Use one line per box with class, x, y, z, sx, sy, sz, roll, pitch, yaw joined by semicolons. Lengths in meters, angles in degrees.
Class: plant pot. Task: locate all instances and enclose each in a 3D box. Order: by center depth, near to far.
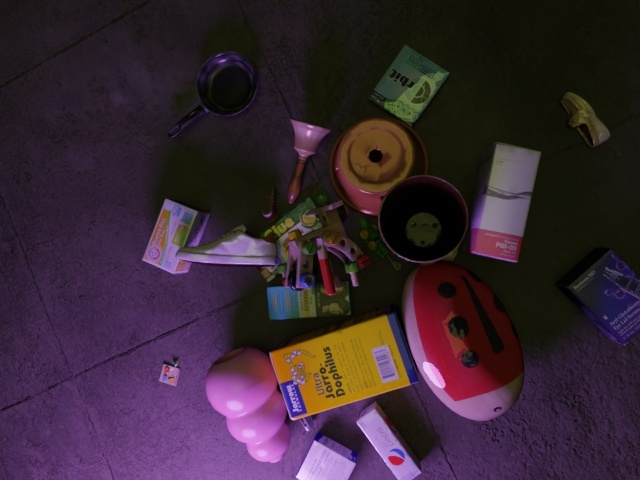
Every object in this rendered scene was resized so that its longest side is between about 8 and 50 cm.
plant pot;0.270;-0.043;1.274;0.215;0.230;0.215;-1;84;12
plant pot;0.159;-0.215;1.328;0.290;0.203;0.291;0;89;8

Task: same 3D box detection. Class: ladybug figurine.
ladybug figurine;0.381;0.243;1.248;0.305;0.162;0.449;-24;83;-30

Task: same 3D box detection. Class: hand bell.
hand bell;-0.056;-0.226;1.428;0.126;0.126;0.242;17;104;9

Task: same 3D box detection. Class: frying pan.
frying pan;-0.314;-0.421;1.485;0.197;0.053;0.326;28;95;9

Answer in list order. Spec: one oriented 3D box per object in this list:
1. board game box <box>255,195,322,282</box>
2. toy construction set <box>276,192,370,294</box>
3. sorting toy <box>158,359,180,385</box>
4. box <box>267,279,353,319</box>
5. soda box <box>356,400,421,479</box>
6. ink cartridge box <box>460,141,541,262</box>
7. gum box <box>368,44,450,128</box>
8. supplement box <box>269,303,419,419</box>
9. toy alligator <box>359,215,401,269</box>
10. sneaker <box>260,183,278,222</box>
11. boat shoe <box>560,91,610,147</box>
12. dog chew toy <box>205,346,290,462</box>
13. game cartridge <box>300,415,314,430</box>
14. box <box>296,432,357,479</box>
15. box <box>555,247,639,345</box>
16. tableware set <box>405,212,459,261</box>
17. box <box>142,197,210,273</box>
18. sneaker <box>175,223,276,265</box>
board game box;-0.096;-0.003;1.453;0.259;0.030;0.136;-38;81;6
toy construction set;0.000;0.000;1.285;0.257;0.309;0.237;-13;97;-6
sorting toy;-0.473;0.410;1.512;0.062;0.012;0.083;15;92;9
box;-0.031;0.176;1.422;0.244;0.060;0.101;-5;88;9
soda box;0.194;0.574;1.371;0.069;0.074;0.216;-37;84;7
ink cartridge box;0.470;-0.094;1.272;0.117;0.207;0.283;12;91;8
gum box;0.255;-0.445;1.398;0.157;0.041;0.184;36;95;8
supplement box;0.072;0.327;1.334;0.356;0.194;0.195;-20;86;8
toy alligator;0.162;0.016;1.402;0.190;0.056;0.051;55;140;3
sneaker;-0.153;-0.109;1.463;0.042;0.067;0.118;-5;58;11
boat shoe;0.710;-0.327;1.311;0.059;0.063;0.170;-39;84;1
dog chew toy;-0.192;0.478;1.380;0.206;0.206;0.332;-23;94;8
game cartridge;-0.049;0.514;1.420;0.017;0.056;0.083;-33;83;14
box;0.019;0.653;1.398;0.137;0.072;0.126;27;93;8
box;0.762;0.143;1.271;0.153;0.108;0.207;-45;83;6
tableware set;0.318;-0.011;1.389;0.168;0.020;0.141;2;84;12
box;-0.438;-0.012;1.469;0.114;0.103;0.203;21;92;9
sneaker;-0.274;0.014;1.413;0.290;0.106;0.123;1;83;-8
